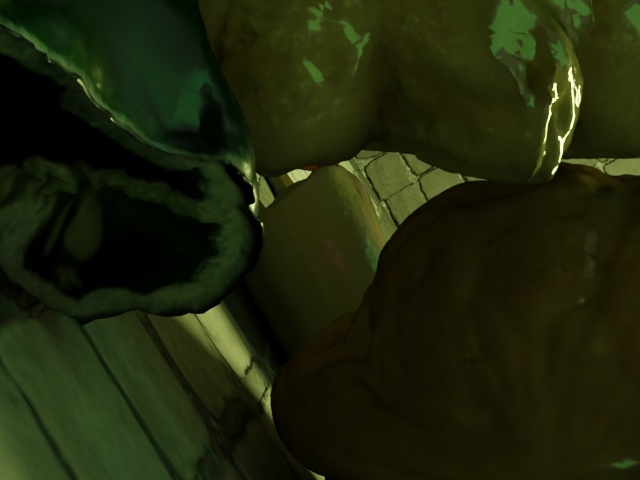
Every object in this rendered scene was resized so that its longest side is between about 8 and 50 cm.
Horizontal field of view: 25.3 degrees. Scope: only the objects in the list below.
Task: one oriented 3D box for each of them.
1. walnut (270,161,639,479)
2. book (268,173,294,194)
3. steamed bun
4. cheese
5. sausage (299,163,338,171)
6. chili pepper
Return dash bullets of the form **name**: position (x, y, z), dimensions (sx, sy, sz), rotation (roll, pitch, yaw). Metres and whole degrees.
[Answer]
- **walnut**: position (0.102, 0.081, 0.591), dimensions (0.257, 0.257, 0.224), rotation (-64, 161, -84)
- **book**: position (0.000, 0.000, 1.244), dimensions (0.172, 0.012, 0.118), rotation (52, 8, -52)
- **steamed bun**: position (0.011, -0.113, 0.606), dimensions (0.295, 0.292, 0.137), rotation (-16, 114, -53)
- **cheese**: position (0.046, 0.092, 0.803), dimensions (0.286, 0.082, 0.163), rotation (61, 6, -2)
- **sausage**: position (-0.027, -0.127, 0.945), dimensions (0.268, 0.153, 0.141), rotation (-73, 176, -83)
- **chili pepper**: position (-0.105, -0.108, 0.456), dimensions (0.136, 0.099, 0.270), rotation (20, 37, -39)
